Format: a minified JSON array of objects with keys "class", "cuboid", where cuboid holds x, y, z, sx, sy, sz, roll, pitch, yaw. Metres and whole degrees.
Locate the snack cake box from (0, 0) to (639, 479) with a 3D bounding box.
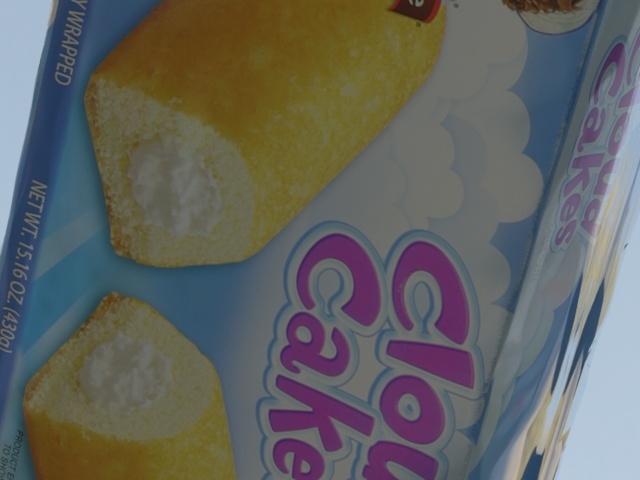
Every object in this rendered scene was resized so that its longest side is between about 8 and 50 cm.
[{"class":"snack cake box","cuboid":[0.000,0.000,0.551,0.089,0.152,0.264,-17,-55,-61]}]
